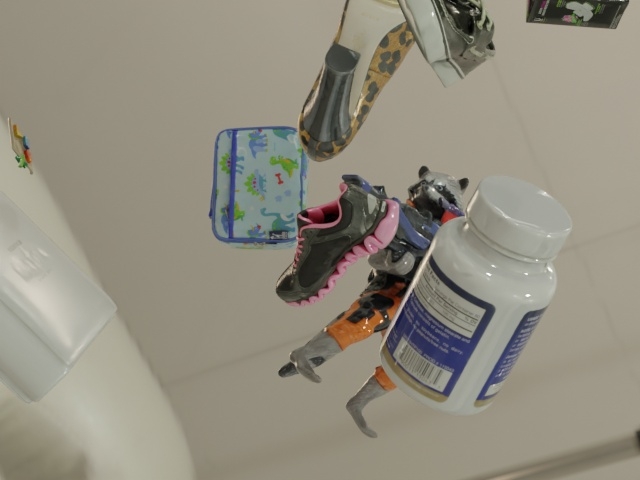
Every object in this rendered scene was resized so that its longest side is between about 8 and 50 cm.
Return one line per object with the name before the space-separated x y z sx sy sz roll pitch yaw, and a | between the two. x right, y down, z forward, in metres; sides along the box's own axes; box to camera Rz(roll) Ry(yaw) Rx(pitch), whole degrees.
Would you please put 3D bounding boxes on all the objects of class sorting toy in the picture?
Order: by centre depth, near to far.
sorting toy | -0.388 -0.115 1.784 0.062 0.012 0.083 65 4 -49

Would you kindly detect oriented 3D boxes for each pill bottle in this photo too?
pill bottle | 0.133 0.044 1.146 0.112 0.186 0.112 18 30 -11

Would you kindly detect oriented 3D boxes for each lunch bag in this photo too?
lunch bag | -0.110 -0.092 2.433 0.090 0.176 0.219 70 23 -78

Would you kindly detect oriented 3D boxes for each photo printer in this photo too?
photo printer | -0.437 0.051 1.851 0.307 0.107 0.256 46 17 -6

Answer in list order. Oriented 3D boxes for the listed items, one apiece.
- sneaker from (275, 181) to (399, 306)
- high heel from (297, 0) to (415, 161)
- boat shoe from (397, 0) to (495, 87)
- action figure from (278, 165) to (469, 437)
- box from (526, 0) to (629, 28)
sneaker | 0.000 0.000 0.948 0.057 0.119 0.047 30 37 -24
high heel | 0.058 -0.213 1.595 0.261 0.093 0.186 -51 167 -34
boat shoe | 0.118 -0.199 1.242 0.077 0.070 0.219 66 10 9
action figure | 0.070 0.040 1.696 0.341 0.178 0.330 44 73 -38
box | 0.229 -0.229 1.219 0.052 0.083 0.062 97 -4 -71
